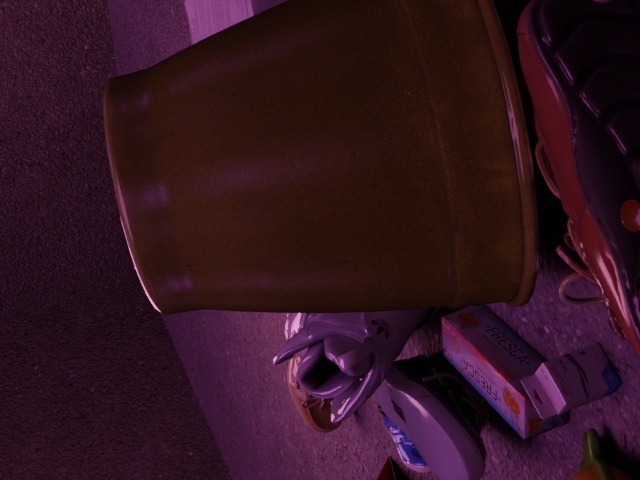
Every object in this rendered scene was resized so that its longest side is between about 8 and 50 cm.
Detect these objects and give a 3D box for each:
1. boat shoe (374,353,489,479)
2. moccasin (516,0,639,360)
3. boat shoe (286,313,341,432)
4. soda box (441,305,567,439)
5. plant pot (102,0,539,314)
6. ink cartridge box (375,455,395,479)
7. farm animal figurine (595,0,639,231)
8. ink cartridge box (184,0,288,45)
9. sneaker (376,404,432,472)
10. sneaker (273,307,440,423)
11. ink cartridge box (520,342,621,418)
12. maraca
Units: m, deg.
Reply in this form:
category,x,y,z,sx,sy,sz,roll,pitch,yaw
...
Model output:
category,x,y,z,sx,sy,sz,roll,pitch,yaw
boat shoe,0.159,0.218,1.318,0.306,0.105,0.113,-155,46,-75
moccasin,0.247,-0.015,0.792,0.147,0.139,0.380,77,168,-72
boat shoe,-0.003,0.216,1.798,0.089,0.105,0.285,-144,41,-66
soda box,0.208,0.146,1.175,0.183,0.058,0.062,-132,30,-54
plant pot,-0.014,-0.078,1.005,0.366,0.353,0.366,168,90,-88
ink cartridge box,0.136,0.515,1.646,0.239,0.060,0.275,-36,-66,-67
farm animal figurine,0.282,-0.153,0.538,0.327,0.172,0.330,2,100,59
ink cartridge box,-0.098,-0.365,1.475,0.395,0.151,0.269,-135,34,-54
sneaker,0.130,0.274,1.526,0.152,0.058,0.084,-125,16,-60
sneaker,0.011,0.137,1.387,0.137,0.210,0.366,46,146,-6
ink cartridge box,0.246,0.138,1.010,0.028,0.083,0.048,102,146,-57
maraca,0.281,0.273,1.022,0.185,0.099,0.127,-86,-5,-57
